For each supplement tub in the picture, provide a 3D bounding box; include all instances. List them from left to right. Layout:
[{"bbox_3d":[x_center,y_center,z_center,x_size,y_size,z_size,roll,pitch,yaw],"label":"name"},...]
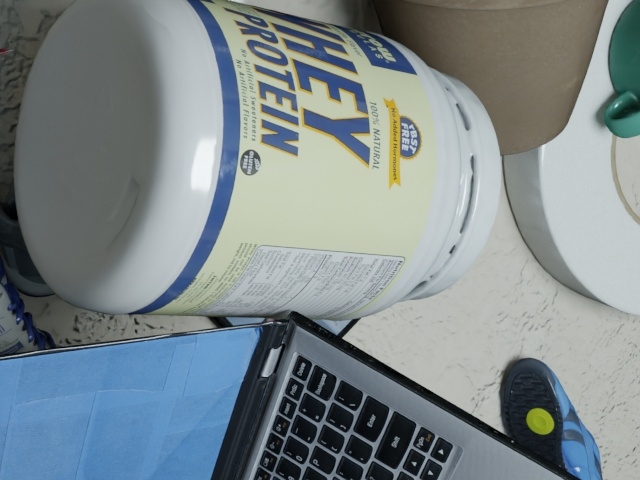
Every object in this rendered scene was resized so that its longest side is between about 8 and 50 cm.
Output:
[{"bbox_3d":[-0.042,-0.057,0.949,0.325,0.235,0.235,4,100,-41],"label":"supplement tub"}]

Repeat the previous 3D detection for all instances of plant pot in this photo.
[{"bbox_3d":[0.156,-0.209,1.110,0.263,0.263,0.229,-22,128,-20],"label":"plant pot"}]

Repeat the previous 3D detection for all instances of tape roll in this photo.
[{"bbox_3d":[0.373,-0.112,1.318,0.392,0.072,0.392,-6,104,-24],"label":"tape roll"}]

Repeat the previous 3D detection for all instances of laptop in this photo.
[{"bbox_3d":[-0.075,0.271,0.914,0.236,0.408,0.382,-43,158,-51],"label":"laptop"}]

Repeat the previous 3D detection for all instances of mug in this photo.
[{"bbox_3d":[0.359,-0.167,1.202,0.129,0.097,0.157,9,98,-27],"label":"mug"}]

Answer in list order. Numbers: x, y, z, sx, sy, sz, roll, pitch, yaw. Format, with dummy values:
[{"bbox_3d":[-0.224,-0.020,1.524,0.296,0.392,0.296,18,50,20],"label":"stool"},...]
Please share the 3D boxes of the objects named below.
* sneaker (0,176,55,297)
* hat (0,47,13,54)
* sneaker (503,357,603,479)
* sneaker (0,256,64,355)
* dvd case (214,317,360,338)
[{"bbox_3d":[-0.168,-0.046,1.034,0.229,0.086,0.132,-28,141,-18],"label":"sneaker"},{"bbox_3d":[-0.316,-0.033,0.933,0.173,0.183,0.208,-15,108,-22],"label":"hat"},{"bbox_3d":[0.260,0.214,1.353,0.082,0.069,0.209,-38,111,-50],"label":"sneaker"},{"bbox_3d":[-0.268,0.076,0.987,0.296,0.112,0.131,26,104,-46],"label":"sneaker"},{"bbox_3d":[0.000,0.000,1.189,0.253,0.022,0.180,-46,118,-10],"label":"dvd case"}]
